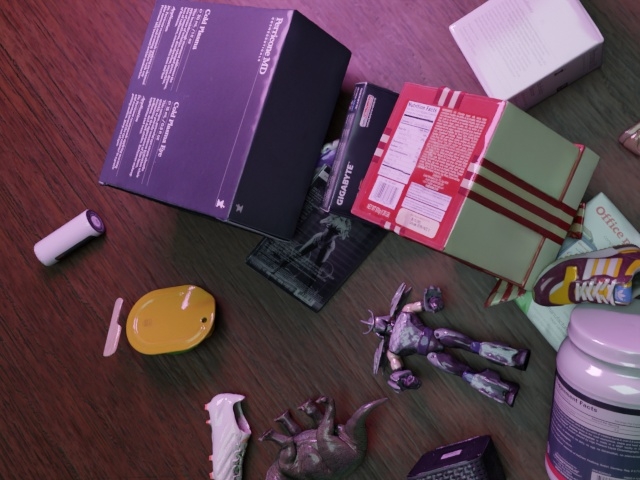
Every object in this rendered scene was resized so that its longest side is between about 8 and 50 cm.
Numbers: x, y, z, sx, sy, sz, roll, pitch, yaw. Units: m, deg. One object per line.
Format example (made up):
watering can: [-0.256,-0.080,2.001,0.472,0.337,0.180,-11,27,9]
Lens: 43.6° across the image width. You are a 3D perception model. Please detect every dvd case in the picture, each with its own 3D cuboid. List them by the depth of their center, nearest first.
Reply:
dvd case: [0.000,0.000,1.382,0.164,0.018,0.221,37,102,-20]

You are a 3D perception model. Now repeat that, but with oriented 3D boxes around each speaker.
speaker: [-0.490,-0.005,1.561,0.136,0.055,0.055,-30,80,14]

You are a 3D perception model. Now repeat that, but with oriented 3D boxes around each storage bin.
storage bin: [0.218,0.377,1.264,0.122,0.180,0.084,-21,83,16]

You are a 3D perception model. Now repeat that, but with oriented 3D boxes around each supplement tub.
supplement tub: [0.433,0.239,1.156,0.191,0.191,0.272,7,113,17]

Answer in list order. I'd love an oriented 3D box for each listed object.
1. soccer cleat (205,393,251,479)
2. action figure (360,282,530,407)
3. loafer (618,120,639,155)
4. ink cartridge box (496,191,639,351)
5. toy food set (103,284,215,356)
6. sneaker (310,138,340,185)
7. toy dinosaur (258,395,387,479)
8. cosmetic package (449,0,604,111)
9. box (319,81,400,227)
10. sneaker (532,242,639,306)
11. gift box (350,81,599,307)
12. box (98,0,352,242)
soccer cleat: [-0.160,0.375,1.445,0.076,0.068,0.196,-9,83,14]
action figure: [0.196,0.174,1.322,0.284,0.099,0.185,18,99,20]
loafer: [0.540,-0.183,1.245,0.148,0.056,0.050,-36,79,24]
ink cartridge box: [0.407,0.050,1.259,0.212,0.093,0.154,-39,78,10]
toy food set: [-0.285,0.160,1.493,0.217,0.071,0.128,-8,62,15]
sneaker: [-0.017,-0.083,1.401,0.236,0.095,0.105,-40,83,19]
toy dinosaur: [0.000,0.360,1.385,0.313,0.121,0.160,-33,92,10]
cosmetic package: [0.326,-0.306,1.261,0.183,0.151,0.152,-31,79,15]
box: [0.113,-0.132,1.330,0.175,0.051,0.220,16,94,-20]
sneaker: [0.395,0.060,1.136,0.185,0.084,0.070,-19,123,-7]
gift box: [0.223,-0.061,1.205,0.255,0.258,0.276,35,102,52]
box: [-0.162,-0.205,1.343,0.312,0.179,0.343,18,89,36]
